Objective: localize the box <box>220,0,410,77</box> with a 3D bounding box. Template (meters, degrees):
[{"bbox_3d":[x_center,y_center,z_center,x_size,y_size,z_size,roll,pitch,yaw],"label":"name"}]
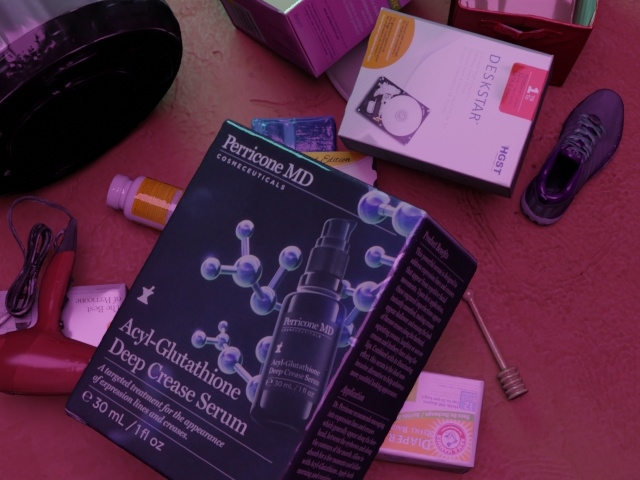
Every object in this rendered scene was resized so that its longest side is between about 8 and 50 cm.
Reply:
[{"bbox_3d":[0.004,-0.371,1.633,0.243,0.117,0.213,-42,45,-11],"label":"box"}]

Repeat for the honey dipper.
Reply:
[{"bbox_3d":[0.227,0.135,1.590,0.030,0.030,0.161,-23,71,-8],"label":"honey dipper"}]

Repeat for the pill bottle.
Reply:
[{"bbox_3d":[-0.226,-0.049,1.610,0.116,0.065,0.065,19,74,3],"label":"pill bottle"}]

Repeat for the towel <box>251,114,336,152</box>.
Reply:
[{"bbox_3d":[-0.036,-0.139,1.659,0.119,0.029,0.067,-1,74,-2],"label":"towel"}]

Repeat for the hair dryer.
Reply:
[{"bbox_3d":[-0.344,0.089,1.497,0.223,0.080,0.293,-43,79,-13],"label":"hair dryer"}]

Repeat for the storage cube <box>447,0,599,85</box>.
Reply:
[{"bbox_3d":[0.277,-0.347,1.642,0.183,0.193,0.215,9,73,1],"label":"storage cube"}]

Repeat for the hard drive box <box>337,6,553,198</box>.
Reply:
[{"bbox_3d":[0.163,-0.177,1.543,0.232,0.089,0.181,17,86,11],"label":"hard drive box"}]

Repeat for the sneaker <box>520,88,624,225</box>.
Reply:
[{"bbox_3d":[0.357,-0.123,1.627,0.083,0.098,0.224,31,76,7],"label":"sneaker"}]

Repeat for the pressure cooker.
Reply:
[{"bbox_3d":[-0.421,-0.314,1.523,0.369,0.375,0.420,-36,79,-8],"label":"pressure cooker"}]

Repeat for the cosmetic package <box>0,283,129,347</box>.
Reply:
[{"bbox_3d":[-0.369,0.115,1.563,0.238,0.060,0.099,-4,75,-2],"label":"cosmetic package"}]

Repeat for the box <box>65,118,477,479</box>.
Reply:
[{"bbox_3d":[-0.052,0.110,1.401,0.293,0.212,0.396,26,85,28],"label":"box"}]

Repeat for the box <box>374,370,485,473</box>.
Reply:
[{"bbox_3d":[0.098,0.224,1.519,0.203,0.103,0.114,8,74,1],"label":"box"}]

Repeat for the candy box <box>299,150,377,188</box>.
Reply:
[{"bbox_3d":[0.000,0.000,1.599,0.159,0.071,0.234,-2,74,-1],"label":"candy box"}]

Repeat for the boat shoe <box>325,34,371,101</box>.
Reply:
[{"bbox_3d":[0.135,-0.213,1.668,0.319,0.116,0.099,36,33,15],"label":"boat shoe"}]
